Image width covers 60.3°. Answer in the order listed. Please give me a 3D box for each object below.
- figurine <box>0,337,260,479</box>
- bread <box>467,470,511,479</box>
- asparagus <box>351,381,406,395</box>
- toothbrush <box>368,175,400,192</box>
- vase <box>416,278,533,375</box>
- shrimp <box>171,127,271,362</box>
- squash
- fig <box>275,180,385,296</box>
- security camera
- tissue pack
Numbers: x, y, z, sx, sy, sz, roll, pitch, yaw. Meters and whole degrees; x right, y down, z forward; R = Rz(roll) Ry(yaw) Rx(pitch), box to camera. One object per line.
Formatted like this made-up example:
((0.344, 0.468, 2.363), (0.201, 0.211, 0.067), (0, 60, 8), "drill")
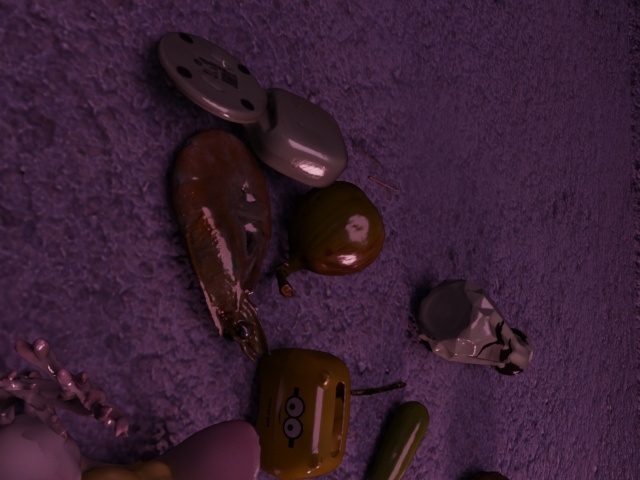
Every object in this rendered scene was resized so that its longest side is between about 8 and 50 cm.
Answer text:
((-0.205, 0.210, 0.502), (0.315, 0.284, 0.206), (21, 70, -33), "figurine")
((0.384, 0.629, 1.214), (0.230, 0.123, 0.230), (0, 90, -49), "bread")
((0.110, 0.274, 1.016), (0.166, 0.013, 0.016), (9, 92, -46), "asparagus")
((0.124, -0.108, 1.057), (0.097, 0.008, 0.006), (18, 61, -45), "toothbrush")
((0.341, 0.201, 1.181), (0.360, 0.165, 0.165), (32, 65, -47), "vase")
((-0.111, 0.005, 0.748), (0.168, 0.077, 0.317), (-18, 97, -49), "shrimp")
((0.139, 0.380, 1.006), (0.201, 0.066, 0.066), (-52, 124, -29), "squash")
((0.010, 0.004, 0.849), (0.186, 0.148, 0.142), (-40, 141, 2), "fig")
((-0.093, -0.174, 0.759), (0.301, 0.080, 0.157), (24, 38, -33), "security camera")
((-0.022, 0.246, 0.791), (0.123, 0.127, 0.178), (17, 76, -48), "tissue pack")
